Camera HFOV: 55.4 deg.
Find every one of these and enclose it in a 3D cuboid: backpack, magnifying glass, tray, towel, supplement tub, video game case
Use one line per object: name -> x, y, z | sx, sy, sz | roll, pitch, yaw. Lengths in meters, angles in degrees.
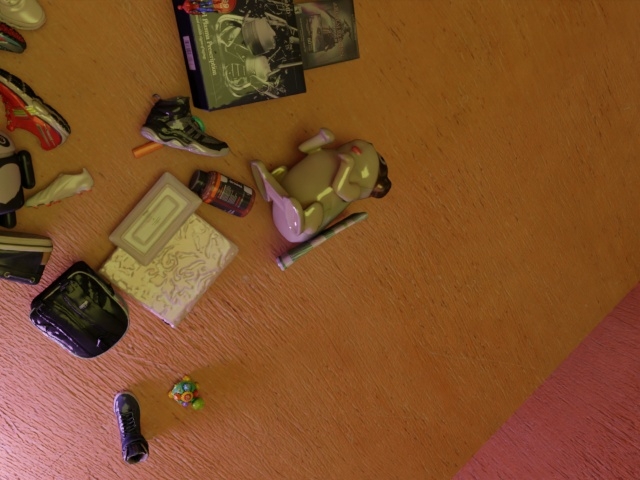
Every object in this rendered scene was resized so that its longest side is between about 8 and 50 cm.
backpack -> -0.697, 0.212, 1.802 | 0.225, 0.191, 0.253 | -43, 111, -5
magnifying glass -> -0.459, -0.308, 1.855 | 0.231, 0.026, 0.092 | -27, 115, -15
tray -> -0.496, -0.062, 1.843 | 0.145, 0.030, 0.270 | 41, 86, -17
towel -> 0.000, 0.000, 2.023 | 0.325, 0.248, 0.038 | -30, 94, -4
towel -> -0.475, 0.061, 1.925 | 0.317, 0.053, 0.332 | 41, 85, -22
supplement tub -> -0.311, -0.153, 1.925 | 0.198, 0.106, 0.106 | 24, 94, -30
video game case -> 0.010, -0.656, 1.932 | 0.274, 0.026, 0.196 | -23, 115, -35

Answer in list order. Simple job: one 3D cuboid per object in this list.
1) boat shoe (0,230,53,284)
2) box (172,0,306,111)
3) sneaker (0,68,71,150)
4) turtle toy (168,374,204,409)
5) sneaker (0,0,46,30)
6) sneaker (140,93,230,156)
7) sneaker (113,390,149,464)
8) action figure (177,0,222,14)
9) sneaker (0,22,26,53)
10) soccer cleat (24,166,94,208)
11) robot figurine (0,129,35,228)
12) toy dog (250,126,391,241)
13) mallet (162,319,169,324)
boat shoe -> -0.986, 0.044, 1.622 | 0.500, 0.187, 0.156 | 6, 97, -32
box -> -0.236, -0.581, 1.791 | 0.313, 0.179, 0.343 | -17, 112, -21
sneaker -> -0.810, -0.351, 1.634 | 0.118, 0.107, 0.279 | -43, 116, 2
turtle toy -> -0.451, 0.530, 2.086 | 0.095, 0.066, 0.130 | -46, 119, -6
sneaker -> -0.821, -0.646, 1.522 | 0.292, 0.118, 0.110 | 40, 71, -31
sneaker -> -0.384, -0.344, 1.809 | 0.269, 0.101, 0.153 | 12, 100, -25
sneaker -> -0.614, 0.617, 1.981 | 0.086, 0.163, 0.226 | -12, 108, -20
action figure -> -0.321, -0.622, 1.623 | 0.115, 0.030, 0.038 | -7, 103, -17
sneaker -> -0.898, -0.514, 1.560 | 0.262, 0.104, 0.125 | 11, 117, -24
soccer cleat -> -0.751, -0.148, 1.746 | 0.196, 0.068, 0.076 | -23, 99, -19
robot figurine -> -0.882, -0.163, 1.609 | 0.174, 0.209, 0.278 | 0, 107, -1
toy dog -> 0.040, -0.172, 1.991 | 0.408, 0.284, 0.395 | -31, 137, -16
mallet -> -0.532, 0.192, 1.967 | 0.062, 0.039, 0.189 | -43, 114, -9
